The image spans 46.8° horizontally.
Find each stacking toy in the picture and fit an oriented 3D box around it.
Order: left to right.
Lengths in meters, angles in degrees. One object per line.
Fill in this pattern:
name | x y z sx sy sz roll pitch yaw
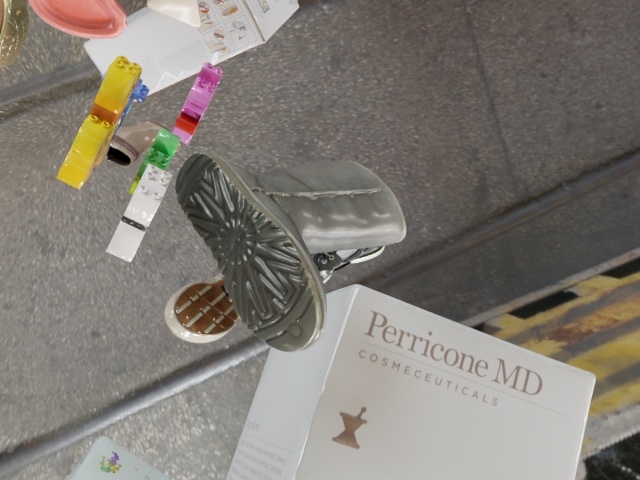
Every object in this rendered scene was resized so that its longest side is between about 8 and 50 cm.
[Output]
stacking toy | -0.301 -0.463 1.087 0.279 0.130 0.309 3 134 -8

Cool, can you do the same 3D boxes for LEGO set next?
LEGO set | -0.139 -0.099 0.579 0.087 0.227 0.093 26 123 -14

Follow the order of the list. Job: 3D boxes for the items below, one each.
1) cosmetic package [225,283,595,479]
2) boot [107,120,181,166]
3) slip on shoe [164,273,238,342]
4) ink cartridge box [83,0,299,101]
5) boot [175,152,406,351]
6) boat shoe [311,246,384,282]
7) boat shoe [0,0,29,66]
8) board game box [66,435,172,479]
cosmetic package | 0.076 0.304 0.929 0.329 0.327 0.394 21 75 -12
boot | -0.235 -0.119 0.927 0.118 0.087 0.042 16 121 -16
slip on shoe | -0.096 0.057 0.622 0.041 0.135 0.051 -34 93 22
ink cartridge box | -0.210 -0.391 1.311 0.309 0.272 0.130 -17 116 26
boot | 0.002 -0.001 0.607 0.076 0.190 0.208 -43 154 26
boat shoe | 0.028 0.021 1.884 0.339 0.127 0.113 -17 147 -22
boat shoe | -0.521 -0.373 1.215 0.060 0.064 0.178 28 124 7
board game box | -0.259 0.349 0.649 0.097 0.303 0.224 35 104 -7
